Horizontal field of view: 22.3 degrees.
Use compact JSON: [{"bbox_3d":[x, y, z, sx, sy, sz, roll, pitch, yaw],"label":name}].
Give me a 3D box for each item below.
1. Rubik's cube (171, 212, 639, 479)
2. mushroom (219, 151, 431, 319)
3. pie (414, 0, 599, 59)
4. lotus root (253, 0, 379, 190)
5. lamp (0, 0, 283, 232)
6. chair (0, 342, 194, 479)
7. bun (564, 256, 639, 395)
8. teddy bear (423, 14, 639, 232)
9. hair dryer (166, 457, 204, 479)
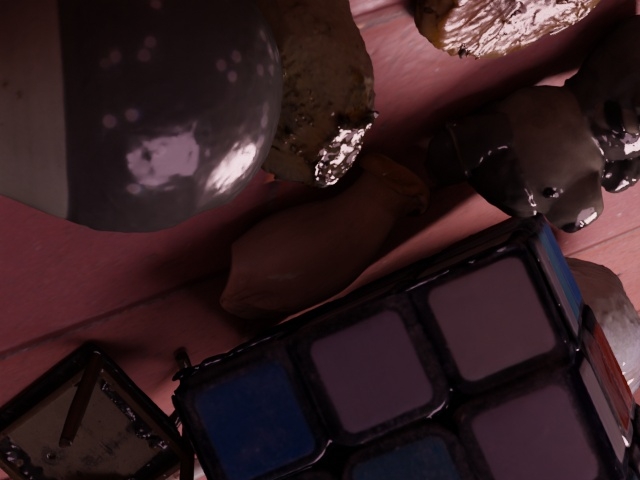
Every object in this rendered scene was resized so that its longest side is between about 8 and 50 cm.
[{"bbox_3d":[0.113,0.202,1.522,0.362,0.358,0.363,-27,178,12],"label":"Rubik's cube"},{"bbox_3d":[-0.001,-0.001,1.459,0.212,0.097,0.088,-35,-161,4],"label":"mushroom"},{"bbox_3d":[0.156,-0.205,1.254,0.195,0.046,0.195,-23,157,-10],"label":"pie"},{"bbox_3d":[-0.025,-0.109,1.145,0.070,0.144,0.143,4,134,-39],"label":"lotus root"},{"bbox_3d":[-0.172,-0.081,0.973,0.314,0.182,0.182,-13,153,-26],"label":"lamp"},{"bbox_3d":[-0.225,0.204,1.563,0.188,0.166,0.272,-37,-162,19],"label":"chair"},{"bbox_3d":[0.209,0.150,1.855,0.362,0.211,0.362,-22,158,-9],"label":"bun"},{"bbox_3d":[0.236,-0.085,1.478,0.251,0.144,0.171,-32,164,13],"label":"teddy bear"},{"bbox_3d":[-0.146,0.267,1.922,0.137,0.047,0.082,-26,158,13],"label":"hair dryer"}]
